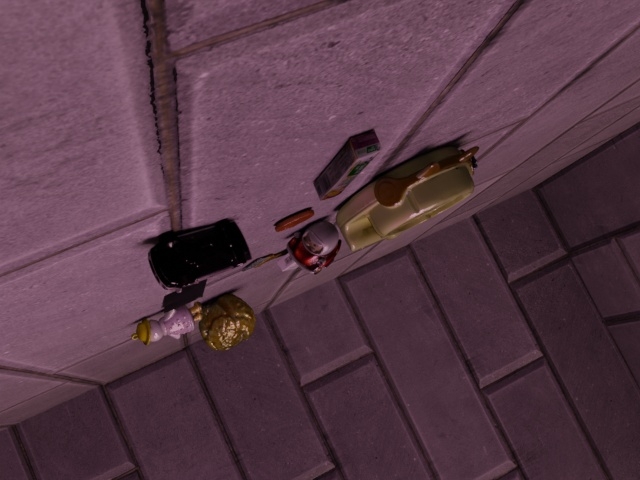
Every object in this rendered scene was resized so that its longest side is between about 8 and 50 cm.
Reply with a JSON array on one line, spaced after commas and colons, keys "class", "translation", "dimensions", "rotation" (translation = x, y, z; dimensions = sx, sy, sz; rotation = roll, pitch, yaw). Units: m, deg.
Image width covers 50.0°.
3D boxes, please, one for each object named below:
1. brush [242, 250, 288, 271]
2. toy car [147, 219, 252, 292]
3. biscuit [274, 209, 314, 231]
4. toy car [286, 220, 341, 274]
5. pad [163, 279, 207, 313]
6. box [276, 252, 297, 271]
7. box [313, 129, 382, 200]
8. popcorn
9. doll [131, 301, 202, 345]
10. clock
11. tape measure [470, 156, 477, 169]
[{"class": "brush", "translation": [-0.113, 0.041, 1.890], "dimensions": [0.218, 0.010, 0.082], "rotation": [-19, 170, -41]}, {"class": "toy car", "translation": [-0.220, 0.033, 1.177], "dimensions": [0.108, 0.089, 0.210], "rotation": [-25, 178, 37]}, {"class": "biscuit", "translation": [-0.057, -0.043, 1.470], "dimensions": [0.091, 0.015, 0.078], "rotation": [-23, 174, -15]}, {"class": "toy car", "translation": [0.000, 0.000, 1.682], "dimensions": [0.139, 0.112, 0.112], "rotation": [-32, 162, -40]}, {"class": "pad", "translation": [-0.355, 0.147, 1.792], "dimensions": [0.116, 0.004, 0.193], "rotation": [-24, 169, -20]}, {"class": "box", "translation": [-0.039, 0.028, 1.884], "dimensions": [0.154, 0.040, 0.084], "rotation": [-37, 166, 23]}, {"class": "box", "translation": [0.043, -0.121, 1.153], "dimensions": [0.050, 0.041, 0.207], "rotation": [-19, 171, -22]}, {"class": "popcorn", "translation": [-0.313, 0.260, 2.211], "dimensions": [0.198, 0.197, 0.212], "rotation": [-23, -163, -22]}, {"class": "doll", "translation": [-0.425, 0.234, 1.910], "dimensions": [0.207, 0.081, 0.129], "rotation": [-19, 135, -23]}, {"class": "clock", "translation": [0.217, -0.104, 1.566], "dimensions": [0.286, 0.117, 0.348], "rotation": [-22, 172, -31]}, {"class": "tape measure", "translation": [0.350, -0.176, 1.758], "dimensions": [0.094, 0.054, 0.091], "rotation": [-27, 167, -4]}]
